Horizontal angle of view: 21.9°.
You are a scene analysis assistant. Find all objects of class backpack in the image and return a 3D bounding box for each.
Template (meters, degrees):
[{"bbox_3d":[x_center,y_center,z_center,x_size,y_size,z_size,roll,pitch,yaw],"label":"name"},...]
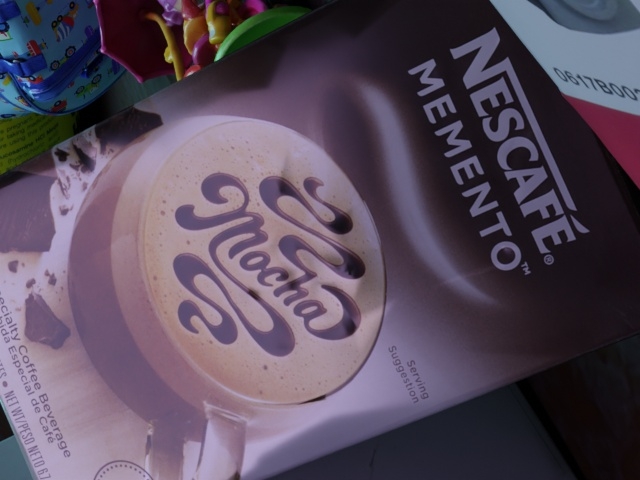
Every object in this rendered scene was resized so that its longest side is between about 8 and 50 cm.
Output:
[{"bbox_3d":[-0.186,-0.158,1.136,0.117,0.158,0.173,25,150,33],"label":"backpack"}]

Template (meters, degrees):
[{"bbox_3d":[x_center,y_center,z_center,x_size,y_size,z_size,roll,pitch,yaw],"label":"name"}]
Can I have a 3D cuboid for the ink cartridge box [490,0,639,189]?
[{"bbox_3d":[0.110,-0.121,0.392,0.306,0.131,0.226,44,170,-28],"label":"ink cartridge box"}]

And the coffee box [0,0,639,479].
[{"bbox_3d":[0.000,0.000,0.707,0.297,0.119,0.168,-25,88,25],"label":"coffee box"}]

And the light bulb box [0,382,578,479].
[{"bbox_3d":[-0.074,0.224,0.971,0.225,0.358,0.361,59,156,15],"label":"light bulb box"}]

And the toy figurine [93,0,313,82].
[{"bbox_3d":[-0.078,-0.125,1.004,0.173,0.130,0.159,-58,46,37],"label":"toy figurine"}]

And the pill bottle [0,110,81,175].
[{"bbox_3d":[-0.294,-0.120,1.355,0.188,0.188,0.334,47,150,39],"label":"pill bottle"}]
